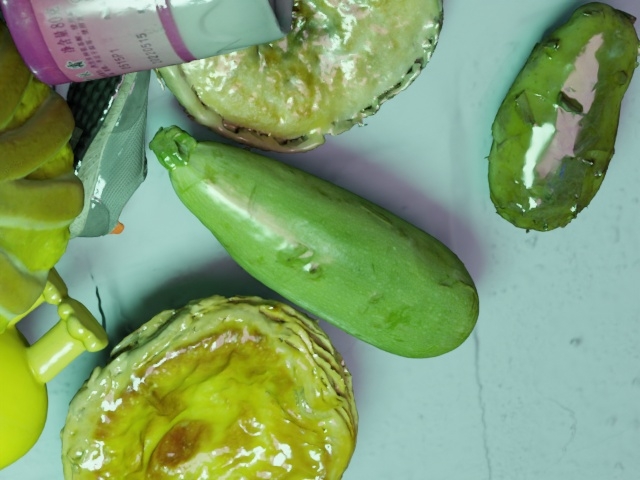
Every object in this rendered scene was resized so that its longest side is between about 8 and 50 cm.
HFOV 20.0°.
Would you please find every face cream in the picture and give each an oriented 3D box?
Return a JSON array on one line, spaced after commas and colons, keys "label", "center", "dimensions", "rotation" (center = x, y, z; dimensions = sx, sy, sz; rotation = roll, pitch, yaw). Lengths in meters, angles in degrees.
[{"label": "face cream", "center": [-0.132, -0.216, 1.365], "dimensions": [0.195, 0.175, 0.175], "rotation": [-8, 122, 10]}]

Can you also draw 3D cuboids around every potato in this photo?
[{"label": "potato", "center": [0.220, -0.110, 1.639], "dimensions": [0.117, 0.090, 0.225], "rotation": [7, 115, -24]}]

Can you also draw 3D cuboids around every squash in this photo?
[{"label": "squash", "center": [0.001, 0.006, 1.591], "dimensions": [0.370, 0.118, 0.118], "rotation": [30, 103, -35]}]

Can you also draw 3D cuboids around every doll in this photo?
[{"label": "doll", "center": [-0.348, 0.149, 1.551], "dimensions": [0.363, 0.145, 0.199], "rotation": [-39, 83, 12]}]

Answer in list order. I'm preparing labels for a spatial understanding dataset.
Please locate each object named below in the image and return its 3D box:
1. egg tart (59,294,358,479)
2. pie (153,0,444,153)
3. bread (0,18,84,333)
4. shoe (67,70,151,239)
[{"label": "egg tart", "center": [-0.106, 0.167, 1.650], "dimensions": [0.294, 0.116, 0.295], "rotation": [-10, 121, -18]}, {"label": "pie", "center": [-0.019, -0.200, 1.522], "dimensions": [0.274, 0.055, 0.274], "rotation": [-9, 119, -16]}, {"label": "bread", "center": [-0.340, -0.064, 1.380], "dimensions": [0.333, 0.160, 0.333], "rotation": [-3, 102, -13]}, {"label": "shoe", "center": [-0.175, -0.083, 1.521], "dimensions": [0.077, 0.074, 0.194], "rotation": [10, 116, -35]}]
